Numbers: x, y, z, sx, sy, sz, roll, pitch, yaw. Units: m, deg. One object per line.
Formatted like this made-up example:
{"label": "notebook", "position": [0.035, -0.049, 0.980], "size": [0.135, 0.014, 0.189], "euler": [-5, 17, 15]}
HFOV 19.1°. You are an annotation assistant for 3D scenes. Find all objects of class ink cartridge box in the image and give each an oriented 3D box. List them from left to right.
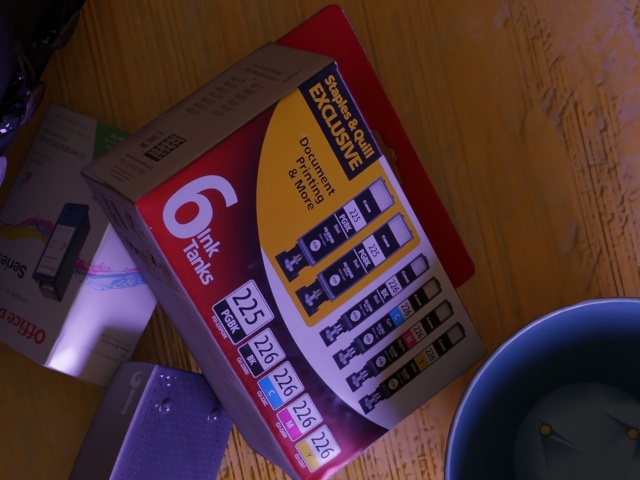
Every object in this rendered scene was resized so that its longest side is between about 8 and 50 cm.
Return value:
{"label": "ink cartridge box", "position": [-0.206, 0.005, 1.658], "size": [0.093, 0.154, 0.212], "euler": [24, 89, -44]}
{"label": "ink cartridge box", "position": [0.000, 0.000, 1.597], "size": [0.272, 0.130, 0.309], "euler": [-37, 117, -15]}

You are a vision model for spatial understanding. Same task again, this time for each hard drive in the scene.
{"label": "hard drive", "position": [-0.161, 0.230, 1.655], "size": [0.054, 0.172, 0.255], "euler": [19, 89, 28]}

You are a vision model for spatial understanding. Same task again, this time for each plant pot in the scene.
{"label": "plant pot", "position": [0.245, 0.194, 1.638], "size": [0.290, 0.195, 0.290], "euler": [0, 88, 0]}

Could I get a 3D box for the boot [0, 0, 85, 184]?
{"label": "boot", "position": [-0.328, -0.069, 1.619], "size": [0.146, 0.367, 0.445], "euler": [22, 61, -9]}
